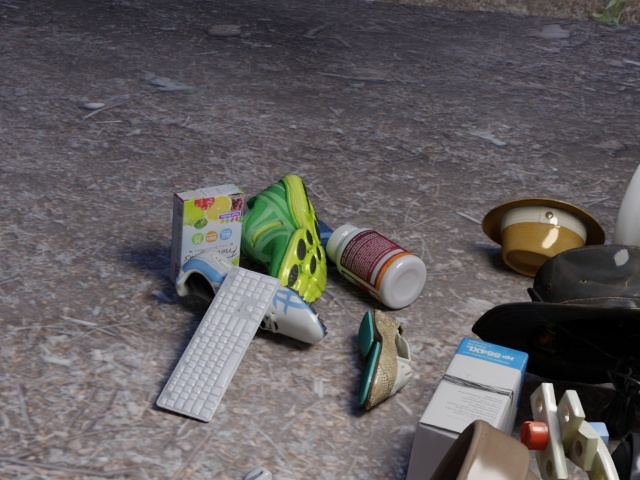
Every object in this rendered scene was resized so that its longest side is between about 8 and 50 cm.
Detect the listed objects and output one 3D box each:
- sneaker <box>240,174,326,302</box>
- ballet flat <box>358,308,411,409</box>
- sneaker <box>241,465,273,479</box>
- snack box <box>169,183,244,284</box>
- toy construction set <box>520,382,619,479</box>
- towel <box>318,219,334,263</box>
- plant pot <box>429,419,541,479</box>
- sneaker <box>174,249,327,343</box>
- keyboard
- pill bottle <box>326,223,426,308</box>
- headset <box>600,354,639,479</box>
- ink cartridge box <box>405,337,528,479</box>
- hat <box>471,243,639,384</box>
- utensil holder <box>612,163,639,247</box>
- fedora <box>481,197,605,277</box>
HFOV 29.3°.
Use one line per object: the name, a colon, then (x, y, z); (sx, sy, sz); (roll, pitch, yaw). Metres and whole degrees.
sneaker: (-0.063, 0.013, 1.846); (0.123, 0.109, 0.295); (-21, 30, 9)
ballet flat: (0.087, 0.156, 1.600); (0.067, 0.073, 0.206); (19, 28, -7)
sneaker: (-0.061, 0.319, 1.208); (0.104, 0.095, 0.236); (-12, 26, -22)
snack box: (-0.166, -0.006, 1.782); (0.100, 0.141, 0.037); (-10, 30, -32)
toy construction set: (0.364, 0.225, 1.198); (0.327, 0.215, 0.151); (0, -13, 0)
towel: (0.000, 0.000, 1.940); (0.067, 0.029, 0.119); (-5, 28, -25)
plant pot: (0.176, 0.329, 1.097); (0.229, 0.263, 0.263); (30, 29, 6)
sneaker: (-0.097, 0.091, 1.688); (0.237, 0.085, 0.086); (24, 57, 25)
keyboard: (-0.127, 0.128, 1.575); (0.072, 0.014, 0.256); (12, 45, 15)
pill bottle: (0.080, 0.034, 1.825); (0.086, 0.086, 0.152); (-14, 33, -36)
headset: (0.413, 0.292, 1.368); (0.243, 0.185, 0.394); (-4, 43, -13)
ink cartridge box: (0.163, 0.224, 1.380); (0.085, 0.148, 0.203); (16, 27, 16)
hat: (0.361, 0.082, 1.529); (0.331, 0.331, 0.134); (10, 68, 6)
utensil holder: (0.664, 0.022, 1.730); (0.327, 0.328, 0.385); (-11, 33, -32)
fedora: (0.346, 0.007, 1.916); (0.194, 0.194, 0.079); (9, 63, 5)
